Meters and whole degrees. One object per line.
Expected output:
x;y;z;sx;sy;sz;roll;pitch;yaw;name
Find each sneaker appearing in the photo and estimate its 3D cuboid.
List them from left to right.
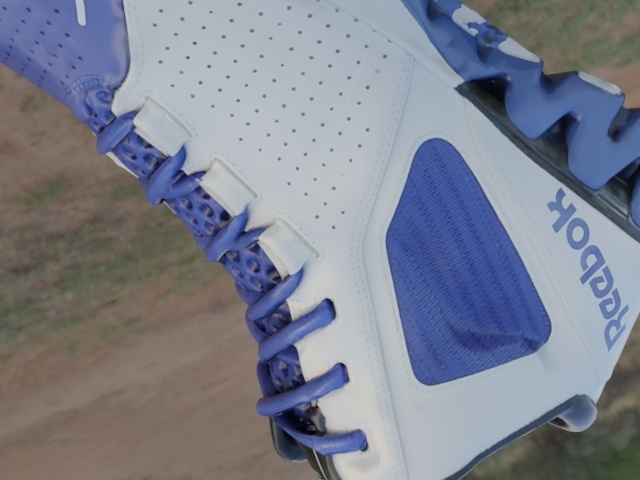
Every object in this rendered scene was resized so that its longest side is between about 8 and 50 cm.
0.001;0.000;0.406;0.316;0.182;0.127;22;173;-19;sneaker
